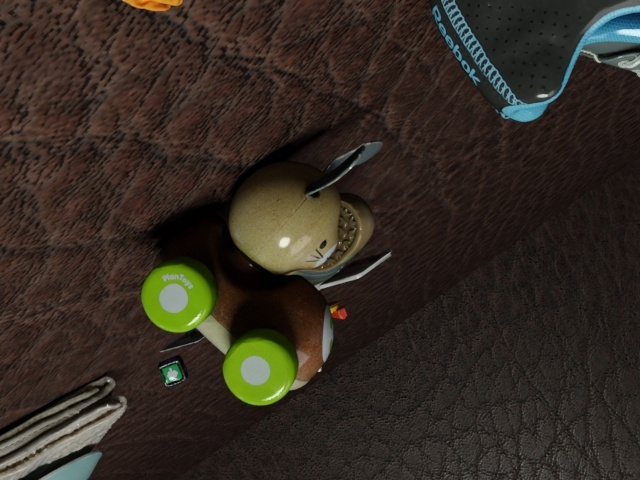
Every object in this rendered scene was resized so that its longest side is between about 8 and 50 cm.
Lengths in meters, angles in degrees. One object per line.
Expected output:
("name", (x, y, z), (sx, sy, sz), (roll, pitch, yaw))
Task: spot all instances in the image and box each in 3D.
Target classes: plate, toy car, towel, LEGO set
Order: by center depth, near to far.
("toy car", (-0.017, 0.002, 0.943), (0.188, 0.149, 0.155), (-49, 180, 12))
("LEGO set", (-0.047, 0.085, 1.228), (0.182, 0.060, 0.244), (-17, -172, 31))
("towel", (-0.313, 0.240, 1.337), (0.187, 0.049, 0.282), (-27, 168, -33))
("plate", (-0.307, 0.281, 1.348), (0.188, 0.024, 0.188), (-33, 171, -6))

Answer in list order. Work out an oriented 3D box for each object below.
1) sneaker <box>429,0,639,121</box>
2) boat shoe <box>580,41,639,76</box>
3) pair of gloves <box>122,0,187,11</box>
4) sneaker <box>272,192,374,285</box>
("sneaker", (0.214, -0.166, 0.639), (0.340, 0.140, 0.125), (-20, 172, 2))
("boat shoe", (0.276, -0.190, 1.057), (0.116, 0.099, 0.319), (-41, 168, 36))
("pair of gloves", (-0.050, -0.126, 0.543), (0.083, 0.010, 0.074), (-39, 169, 22))
("sneaker", (0.000, 0.000, 1.171), (0.086, 0.064, 0.192), (-24, 172, -43))
